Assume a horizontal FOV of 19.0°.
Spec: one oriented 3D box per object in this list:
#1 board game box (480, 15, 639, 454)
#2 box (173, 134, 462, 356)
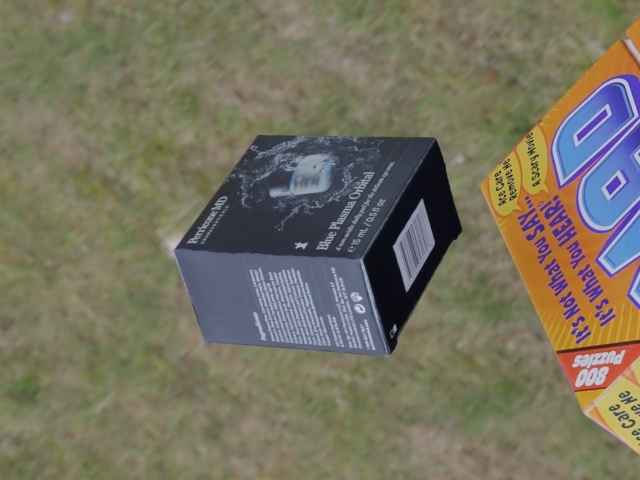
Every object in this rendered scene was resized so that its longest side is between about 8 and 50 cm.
[{"bbox_3d":[0.403,0.007,1.496,0.356,0.356,0.356,36,108,-24],"label":"board game box"},{"bbox_3d":[0.000,0.000,1.428,0.158,0.156,0.093,2,128,27],"label":"box"}]
